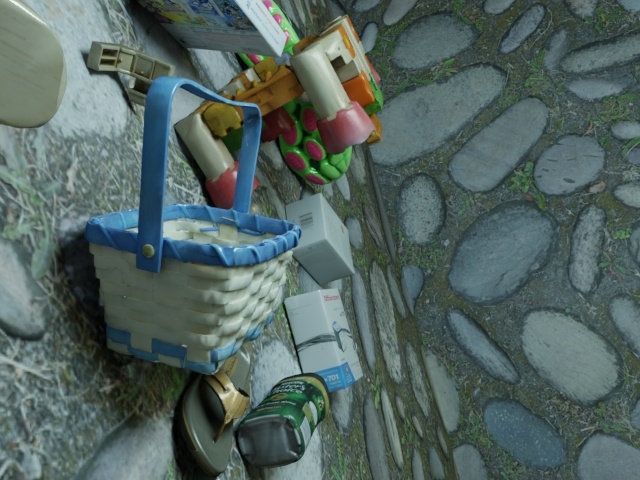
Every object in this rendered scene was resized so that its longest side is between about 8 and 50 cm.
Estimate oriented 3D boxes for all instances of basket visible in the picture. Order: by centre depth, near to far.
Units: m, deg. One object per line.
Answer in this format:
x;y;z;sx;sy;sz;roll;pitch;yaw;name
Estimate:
-0.131;-0.019;0.644;0.255;0.201;0.289;-18;121;-75;basket

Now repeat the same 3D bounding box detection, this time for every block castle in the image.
-0.040;-0.235;1.077;0.213;0.303;0.453;59;19;-20;block castle

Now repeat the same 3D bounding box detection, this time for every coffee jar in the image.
-0.047;0.260;0.868;0.184;0.096;0.079;-23;97;-75;coffee jar

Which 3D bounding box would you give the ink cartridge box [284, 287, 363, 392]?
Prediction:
0.007;0.196;1.152;0.139;0.082;0.191;8;66;-73;ink cartridge box

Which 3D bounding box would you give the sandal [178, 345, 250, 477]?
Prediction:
-0.118;0.195;0.741;0.090;0.060;0.219;53;21;-16;sandal

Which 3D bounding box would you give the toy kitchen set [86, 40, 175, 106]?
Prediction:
-0.252;-0.213;0.769;0.075;0.083;0.068;-51;163;-71;toy kitchen set

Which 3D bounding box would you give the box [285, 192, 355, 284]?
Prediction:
0.000;0.000;1.323;0.170;0.091;0.130;52;25;-50;box

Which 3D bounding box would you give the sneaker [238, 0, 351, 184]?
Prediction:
-0.047;-0.362;1.406;0.202;0.185;0.483;-68;139;-60;sneaker

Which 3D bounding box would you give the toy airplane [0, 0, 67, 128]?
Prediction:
-0.298;-0.127;0.142;0.384;0.272;0.386;-46;137;-37;toy airplane

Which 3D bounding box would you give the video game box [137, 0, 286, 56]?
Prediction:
-0.183;-0.367;0.929;0.187;0.205;0.048;31;74;-66;video game box

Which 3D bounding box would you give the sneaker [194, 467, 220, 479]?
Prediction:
-0.124;0.305;0.692;0.083;0.031;0.035;62;-13;-4;sneaker
